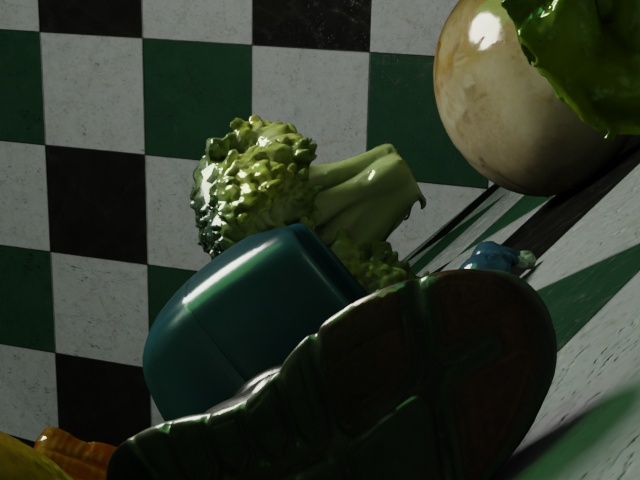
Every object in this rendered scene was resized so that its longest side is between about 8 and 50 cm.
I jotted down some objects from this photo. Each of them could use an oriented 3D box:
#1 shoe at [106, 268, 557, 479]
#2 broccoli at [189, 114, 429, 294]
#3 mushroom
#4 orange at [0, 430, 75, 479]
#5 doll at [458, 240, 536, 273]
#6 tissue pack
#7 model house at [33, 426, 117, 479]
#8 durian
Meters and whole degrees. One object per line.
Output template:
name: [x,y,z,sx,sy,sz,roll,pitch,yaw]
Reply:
shoe: [0.015,0.108,0.595,0.291,0.114,0.137,-31,-14,34]
broccoli: [-0.005,-0.009,1.388,0.281,0.348,0.293,-30,4,0]
mushroom: [0.300,-0.209,1.362,0.290,0.292,0.292,-21,-11,-27]
orange: [-0.240,0.217,0.596,0.279,0.279,0.235,-42,24,54]
doll: [0.150,0.036,1.011,0.076,0.050,0.083,-47,-3,34]
tissue pack: [-0.048,0.105,1.002,0.206,0.198,0.287,-39,1,3]
model house: [-0.247,0.291,1.043,0.229,0.199,0.219,-25,33,50]
durian: [0.319,-0.196,0.835,0.256,0.204,0.339,-24,0,36]
